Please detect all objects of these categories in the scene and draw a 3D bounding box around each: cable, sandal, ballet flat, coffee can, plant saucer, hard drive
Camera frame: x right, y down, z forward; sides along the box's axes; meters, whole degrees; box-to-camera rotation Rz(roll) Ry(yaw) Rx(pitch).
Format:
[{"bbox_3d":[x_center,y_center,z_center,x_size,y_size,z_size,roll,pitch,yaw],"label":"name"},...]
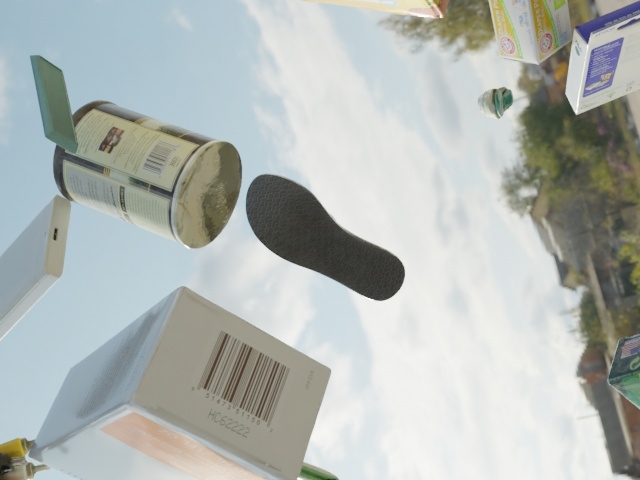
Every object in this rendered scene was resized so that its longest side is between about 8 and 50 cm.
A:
[{"bbox_3d":[-0.556,0.370,1.220,0.072,0.287,0.139,88,173,-50],"label":"cable"},{"bbox_3d":[0.000,0.001,1.130,0.254,0.097,0.054,36,-173,-14],"label":"sandal"},{"bbox_3d":[0.315,-0.251,1.502,0.168,0.052,0.057,-26,-71,-64],"label":"ballet flat"},{"bbox_3d":[-0.311,-0.121,1.485,0.201,0.275,0.201,-50,-29,-40],"label":"coffee can"},{"bbox_3d":[-0.439,-0.229,1.352,0.067,0.018,0.192,34,-150,-53],"label":"plant saucer"},{"bbox_3d":[-0.573,0.078,1.530,0.040,0.307,0.203,31,-148,-34],"label":"hard drive"}]

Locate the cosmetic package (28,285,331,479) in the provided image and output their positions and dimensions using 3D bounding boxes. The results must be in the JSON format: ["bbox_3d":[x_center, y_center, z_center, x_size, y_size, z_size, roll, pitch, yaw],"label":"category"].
[{"bbox_3d":[-0.211,0.241,1.118,0.230,0.453,0.161,32,-124,-18],"label":"cosmetic package"}]

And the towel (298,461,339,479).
[{"bbox_3d":[-0.129,0.428,1.625,0.248,0.325,0.038,27,-108,-27],"label":"towel"}]

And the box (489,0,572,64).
[{"bbox_3d":[0.409,-0.465,1.608,0.114,0.103,0.203,-37,-53,-22],"label":"box"}]

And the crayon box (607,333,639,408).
[{"bbox_3d":[0.575,0.227,1.088,0.318,0.202,0.081,37,-125,-10],"label":"crayon box"}]

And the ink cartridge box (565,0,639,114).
[{"bbox_3d":[0.572,-0.369,1.584,0.333,0.165,0.065,57,-167,-70],"label":"ink cartridge box"}]

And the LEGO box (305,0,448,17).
[{"bbox_3d":[-0.002,-0.567,1.385,0.500,0.372,0.193,11,-87,-67],"label":"LEGO box"}]
